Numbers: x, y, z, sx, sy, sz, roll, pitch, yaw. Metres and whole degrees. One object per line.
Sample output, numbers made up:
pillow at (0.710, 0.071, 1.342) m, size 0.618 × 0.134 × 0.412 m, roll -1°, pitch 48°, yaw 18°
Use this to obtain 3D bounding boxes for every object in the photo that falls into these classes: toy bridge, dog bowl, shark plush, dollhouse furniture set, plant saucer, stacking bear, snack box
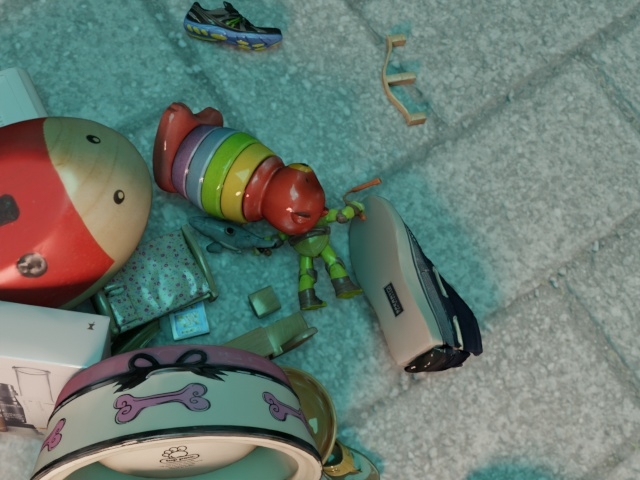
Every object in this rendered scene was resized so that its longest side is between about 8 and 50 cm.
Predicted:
toy bridge at (0.151, -0.311, 1.574) m, size 0.063 × 0.026 × 0.188 m, roll -11°, pitch 77°, yaw -8°
dog bowl at (-0.205, 0.289, 1.171) m, size 0.407 × 0.408 × 0.151 m, roll -4°, pitch 56°, yaw -8°
shark plush at (-0.153, -0.002, 1.417) m, size 0.161 × 0.067 × 0.073 m, roll 28°, pitch 78°, yaw 28°
dollhouse furniture set at (-0.208, 0.058, 1.333) m, size 0.303 × 0.174 × 0.356 m, roll -23°, pitch 80°, yaw -25°
plant saucer at (-0.069, 0.311, 1.367) m, size 0.199 × 0.037 × 0.200 m, roll -2°, pitch 72°, yaw 7°
stacking bear at (-0.123, -0.104, 1.382) m, size 0.288 × 0.175 × 0.164 m, roll 25°, pitch 103°, yaw 19°
snack box at (-0.243, 0.083, 1.432) m, size 0.064 × 0.022 × 0.178 m, roll -12°, pitch 78°, yaw -10°

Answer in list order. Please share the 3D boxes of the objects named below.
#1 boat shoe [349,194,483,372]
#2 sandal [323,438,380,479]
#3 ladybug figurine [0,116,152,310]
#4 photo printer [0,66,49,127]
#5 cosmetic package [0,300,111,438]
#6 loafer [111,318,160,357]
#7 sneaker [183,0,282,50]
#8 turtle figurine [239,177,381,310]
boat shoe at (0.167, 0.080, 1.445) m, size 0.158 × 0.127 × 0.341 m, roll 12°, pitch 51°, yaw -41°
sandal at (0.021, 0.362, 1.377) m, size 0.180 × 0.049 × 0.072 m, roll 40°, pitch 75°, yaw 4°
ladybug figurine at (-0.474, -0.021, 1.231) m, size 0.449 × 0.162 × 0.305 m, roll -30°, pitch 86°, yaw 3°
photo printer at (-0.560, -0.112, 1.400) m, size 0.256 × 0.107 × 0.308 m, roll -27°, pitch 81°, yaw -10°
cosmetic package at (-0.509, 0.192, 1.223) m, size 0.376 × 0.284 × 0.098 m, roll 9°, pitch 52°, yaw -7°
loafer at (-0.325, 0.188, 1.383) m, size 0.148 × 0.056 × 0.050 m, roll -43°, pitch 121°, yaw -22°
sneaker at (-0.162, -0.409, 1.541) m, size 0.188 × 0.067 × 0.078 m, roll 13°, pitch 81°, yaw 0°
turtle figurine at (0.000, 0.000, 1.423) m, size 0.269 × 0.087 × 0.218 m, roll -18°, pitch 74°, yaw 2°
